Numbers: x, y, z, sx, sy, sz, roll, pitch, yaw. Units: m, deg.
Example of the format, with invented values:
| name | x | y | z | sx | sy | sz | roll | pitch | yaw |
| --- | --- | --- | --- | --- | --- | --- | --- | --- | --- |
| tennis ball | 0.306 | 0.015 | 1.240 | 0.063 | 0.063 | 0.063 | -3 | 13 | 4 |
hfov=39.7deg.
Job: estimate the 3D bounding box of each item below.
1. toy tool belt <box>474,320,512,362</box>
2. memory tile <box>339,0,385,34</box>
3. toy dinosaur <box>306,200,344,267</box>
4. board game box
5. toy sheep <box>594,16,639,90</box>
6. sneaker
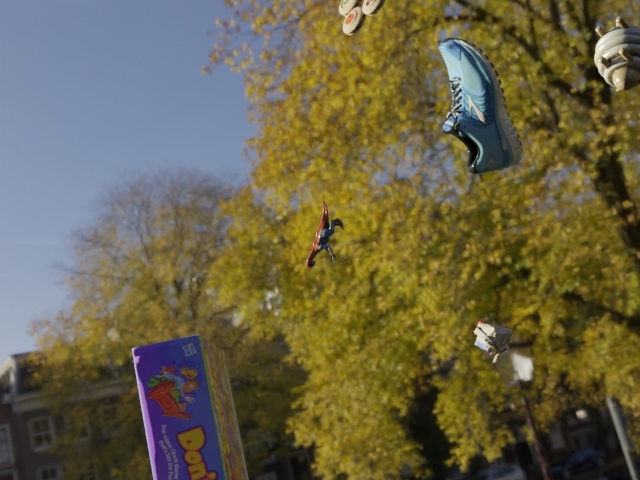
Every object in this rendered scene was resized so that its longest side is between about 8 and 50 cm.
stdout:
| name | x | y | z | sx | sy | sz | roll | pitch | yaw |
| --- | --- | --- | --- | --- | --- | --- | --- | --- | --- |
| toy tool belt | 0.246 | 0.148 | 1.297 | 0.052 | 0.051 | 0.083 | 12 | 1 | -11 |
| memory tile | 0.073 | -0.331 | 1.098 | 0.012 | 0.113 | 0.148 | 26 | -48 | -33 |
| toy dinosaur | 0.000 | 0.000 | 1.359 | 0.082 | 0.090 | 0.047 | -39 | 1 | -7 |
| board game box | -0.132 | 0.298 | 1.046 | 0.078 | 0.347 | 0.233 | -12 | -11 | -2 |
| toy sheep | 0.440 | -0.273 | 1.290 | 0.091 | 0.132 | 0.091 | 8 | -27 | 4 |
| sneaker | 0.166 | -0.147 | 0.989 | 0.073 | 0.162 | 0.063 | -24 | 10 | -4 |
